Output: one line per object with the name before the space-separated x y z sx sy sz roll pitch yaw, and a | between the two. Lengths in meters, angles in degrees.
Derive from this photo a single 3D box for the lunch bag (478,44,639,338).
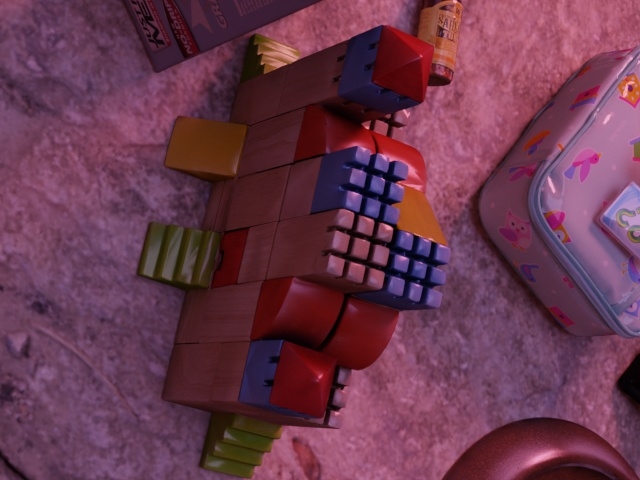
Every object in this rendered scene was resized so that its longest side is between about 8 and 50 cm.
lunch bag | 0.306 -0.050 1.327 0.224 0.108 0.279 50 64 -17

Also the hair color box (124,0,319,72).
hair color box | -0.001 -0.244 1.011 0.185 0.374 0.114 -30 101 -29

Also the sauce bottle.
sauce bottle | 0.115 -0.213 1.269 0.042 0.042 0.128 13 80 -29

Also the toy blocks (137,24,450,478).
toy blocks | 0.000 0.000 1.054 0.190 0.261 0.382 19 76 -28

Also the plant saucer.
plant saucer | 0.229 0.328 1.280 0.310 0.050 0.311 4 83 -29

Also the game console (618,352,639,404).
game console | 0.378 0.154 1.405 0.107 0.071 0.122 39 63 11

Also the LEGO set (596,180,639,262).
LEGO set | 0.405 -0.003 1.239 0.244 0.060 0.182 43 89 -13
